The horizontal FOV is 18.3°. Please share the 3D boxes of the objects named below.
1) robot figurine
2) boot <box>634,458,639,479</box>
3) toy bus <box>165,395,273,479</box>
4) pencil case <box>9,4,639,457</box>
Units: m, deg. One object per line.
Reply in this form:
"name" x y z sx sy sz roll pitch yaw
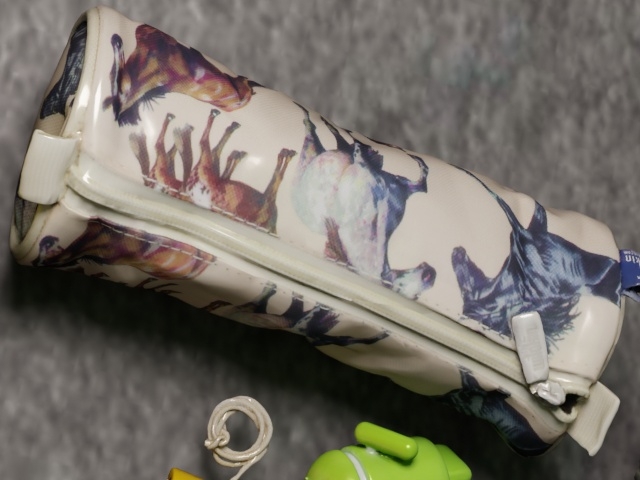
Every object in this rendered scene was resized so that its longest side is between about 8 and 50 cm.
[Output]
"robot figurine" 0.039 0.164 1.289 0.115 0.067 0.101 -6 118 -24
"boot" 0.308 0.173 1.405 0.208 0.076 0.190 0 115 -43
"toy bus" -0.079 0.223 1.196 0.191 0.104 0.202 -22 97 -11
"pencil case" 0.000 0.000 1.227 0.410 0.183 0.160 22 99 -20
